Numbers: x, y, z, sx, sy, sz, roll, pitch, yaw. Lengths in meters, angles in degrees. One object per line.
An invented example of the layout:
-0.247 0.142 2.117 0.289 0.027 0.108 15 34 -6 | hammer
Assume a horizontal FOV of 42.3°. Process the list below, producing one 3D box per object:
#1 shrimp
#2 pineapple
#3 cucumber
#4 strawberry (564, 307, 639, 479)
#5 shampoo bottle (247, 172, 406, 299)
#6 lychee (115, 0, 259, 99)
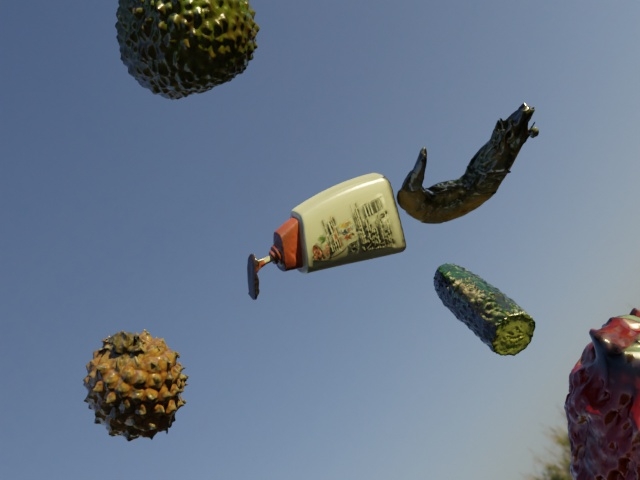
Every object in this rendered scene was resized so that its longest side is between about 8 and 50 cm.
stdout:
0.175 -0.089 1.021 0.150 0.051 0.217 -1 -37 -29 | shrimp
-0.294 0.217 1.309 0.166 0.166 0.193 -35 -44 -34 | pineapple
0.206 0.079 1.141 0.067 0.067 0.293 -56 17 5 | cucumber
0.460 0.265 1.077 0.292 0.292 0.310 -28 -48 -43 | strawberry
0.000 0.000 1.367 0.284 0.071 0.153 -23 -66 -19 | shampoo bottle
-0.148 -0.238 0.888 0.171 0.171 0.171 -40 -28 -26 | lychee
